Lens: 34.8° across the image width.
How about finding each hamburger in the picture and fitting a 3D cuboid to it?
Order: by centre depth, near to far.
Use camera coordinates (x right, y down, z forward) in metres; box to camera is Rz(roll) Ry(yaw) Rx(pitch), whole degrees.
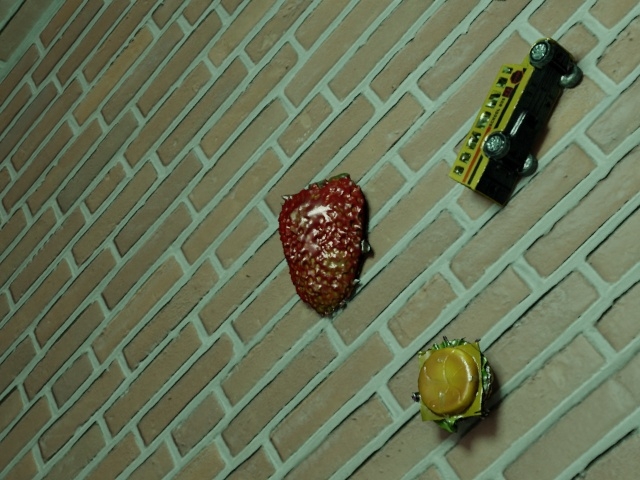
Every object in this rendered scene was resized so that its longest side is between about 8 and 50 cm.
[{"bbox_3d":[0.265,0.280,1.984,0.164,0.093,0.190,0,72,41],"label":"hamburger"}]

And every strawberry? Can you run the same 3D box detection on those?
[{"bbox_3d":[0.000,0.000,2.279,0.233,0.137,0.307,-25,58,29],"label":"strawberry"}]

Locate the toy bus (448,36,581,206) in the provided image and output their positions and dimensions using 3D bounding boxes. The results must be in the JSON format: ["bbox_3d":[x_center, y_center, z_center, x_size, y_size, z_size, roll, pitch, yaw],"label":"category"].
[{"bbox_3d":[0.390,-0.244,2.063,0.123,0.121,0.336,28,94,49],"label":"toy bus"}]
